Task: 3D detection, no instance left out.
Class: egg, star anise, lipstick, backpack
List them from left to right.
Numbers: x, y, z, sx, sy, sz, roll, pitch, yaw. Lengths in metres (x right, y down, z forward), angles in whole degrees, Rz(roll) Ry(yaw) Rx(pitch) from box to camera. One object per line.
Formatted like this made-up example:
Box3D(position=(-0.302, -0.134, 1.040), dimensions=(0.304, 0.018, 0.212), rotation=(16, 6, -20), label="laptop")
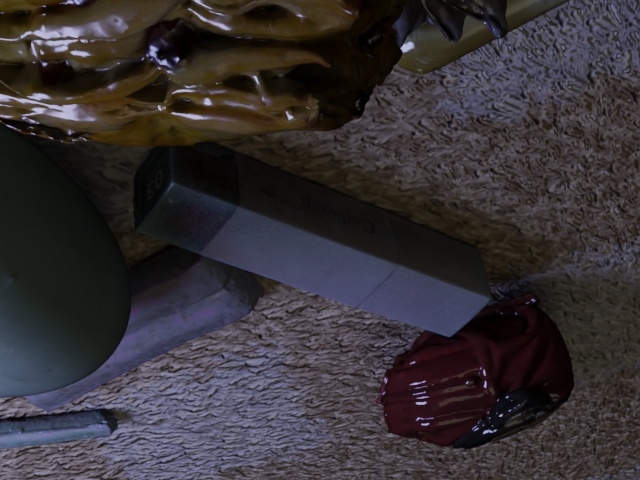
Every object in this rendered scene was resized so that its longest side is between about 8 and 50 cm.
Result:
Box3D(position=(-0.303, 0.017, 1.011), dimensions=(0.229, 0.230, 0.371), rotation=(-25, 145, 18), label="egg")
Box3D(position=(0.000, 0.000, 1.160), dimensions=(0.371, 0.076, 0.080), rotation=(19, 131, -28), label="lipstick")
Box3D(position=(0.073, -0.232, 0.882), dimensions=(0.195, 0.065, 0.182), rotation=(4, 127, 46), label="star anise")
Box3D(position=(0.166, 0.156, 1.310), dimensions=(0.229, 0.139, 0.229), rotation=(-16, 167, -4), label="backpack")

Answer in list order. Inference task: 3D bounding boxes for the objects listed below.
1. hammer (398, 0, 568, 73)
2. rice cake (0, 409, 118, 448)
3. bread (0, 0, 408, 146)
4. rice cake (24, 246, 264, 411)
Box3D(position=(0.192, -0.211, 0.946), dimensions=(0.305, 0.113, 0.202), rotation=(-26, 133, 26), label="hammer")
Box3D(position=(-0.341, 0.222, 1.381), dimensions=(0.207, 0.033, 0.033), rotation=(-5, 137, -5), label="rice cake")
Box3D(position=(-0.075, -0.147, 0.784), dimensions=(0.324, 0.277, 0.167), rotation=(-8, 102, 20), label="bread")
Box3D(position=(-0.208, 0.091, 1.245), dimensions=(0.297, 0.050, 0.106), rotation=(-27, 135, 20), label="rice cake")
